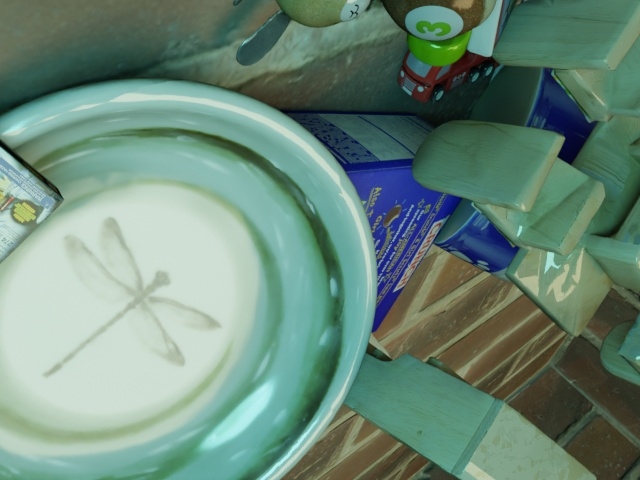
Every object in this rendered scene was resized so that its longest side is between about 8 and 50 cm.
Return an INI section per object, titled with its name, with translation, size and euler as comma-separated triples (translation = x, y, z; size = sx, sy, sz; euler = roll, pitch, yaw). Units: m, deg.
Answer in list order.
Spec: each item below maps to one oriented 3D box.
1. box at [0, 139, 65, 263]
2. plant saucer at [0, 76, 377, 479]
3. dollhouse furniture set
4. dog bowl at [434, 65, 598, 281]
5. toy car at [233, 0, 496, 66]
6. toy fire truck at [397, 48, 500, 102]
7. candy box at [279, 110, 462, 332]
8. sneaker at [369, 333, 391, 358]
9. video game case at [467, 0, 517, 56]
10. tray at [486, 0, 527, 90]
[box]
translation = -0.232, -0.036, 0.493
size = 0.094, 0.027, 0.137
euler = -46, 127, -3
[plant saucer]
translation = -0.149, 0.062, 0.666
size = 0.400, 0.100, 0.400
euler = -12, 118, -24
[dollhouse furniture set]
translation = 0.196, 0.035, 0.819
size = 0.362, 0.256, 0.394
euler = 40, 79, -33
[dog bowl]
translation = 0.235, -0.091, 1.017
size = 0.265, 0.104, 0.265
euler = -63, -172, 16
[toy car]
translation = 0.021, -0.191, 0.634
size = 0.188, 0.149, 0.155
euler = -29, 163, -13
[toy fire truck]
translation = 0.172, -0.235, 0.915
size = 0.192, 0.047, 0.135
euler = -29, 151, -33
[candy box]
translation = 0.000, 0.000, 0.906
size = 0.317, 0.122, 0.268
euler = -9, 135, -53
[sneaker]
translation = 0.014, 0.183, 1.253
size = 0.151, 0.094, 0.256
euler = -49, 148, -10
[video game case]
translation = 0.189, -0.320, 0.700
size = 0.204, 0.025, 0.285
euler = 85, 29, -60
[tray]
translation = 0.288, -0.259, 1.097
size = 0.145, 0.030, 0.270
euler = -32, 153, -33
